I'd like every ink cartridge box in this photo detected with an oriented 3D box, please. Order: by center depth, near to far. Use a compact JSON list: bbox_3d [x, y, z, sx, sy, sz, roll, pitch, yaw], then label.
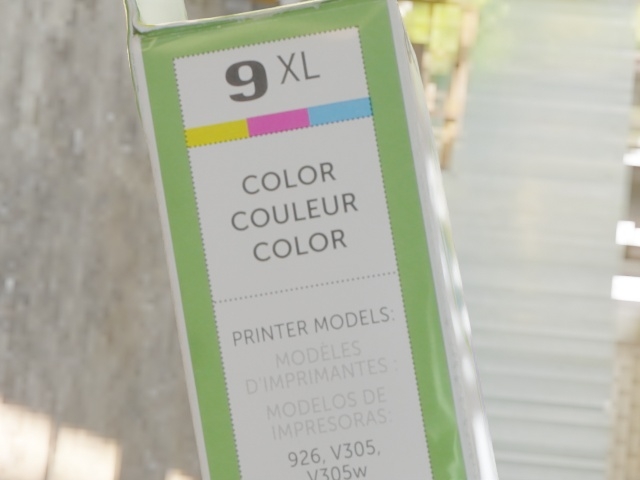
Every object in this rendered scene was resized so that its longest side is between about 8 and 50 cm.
[{"bbox_3d":[0.000,0.000,0.470,0.109,0.062,0.209,14,65,-85],"label":"ink cartridge box"}]
